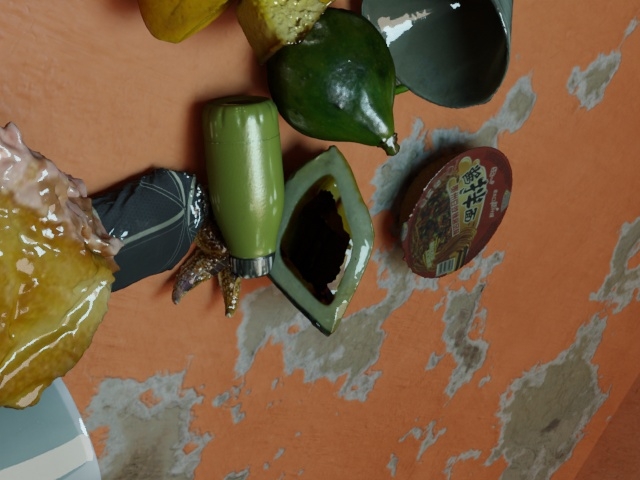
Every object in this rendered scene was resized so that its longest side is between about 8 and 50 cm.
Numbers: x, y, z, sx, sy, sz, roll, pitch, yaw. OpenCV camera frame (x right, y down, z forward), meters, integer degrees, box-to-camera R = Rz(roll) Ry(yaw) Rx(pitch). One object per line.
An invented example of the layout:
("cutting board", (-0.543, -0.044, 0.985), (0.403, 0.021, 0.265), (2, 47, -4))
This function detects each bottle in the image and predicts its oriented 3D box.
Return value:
("bottle", (-0.108, -0.076, 1.591), (0.112, 0.112, 0.260), (-17, 111, -36))

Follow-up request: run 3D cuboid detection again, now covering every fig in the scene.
("fig", (0.037, -0.225, 1.578), (0.195, 0.245, 0.195), (-34, 150, -22))

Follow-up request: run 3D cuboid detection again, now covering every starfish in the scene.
("starfish", (-0.155, 0.012, 1.704), (0.216, 0.071, 0.238), (-25, 122, -24))

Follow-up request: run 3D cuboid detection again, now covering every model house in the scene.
("model house", (0.009, -0.007, 1.763), (0.268, 0.173, 0.239), (-64, 174, 2))

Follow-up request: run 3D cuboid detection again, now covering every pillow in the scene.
("pillow", (-0.301, 0.001, 1.526), (0.335, 0.092, 0.161), (-20, 127, -35))

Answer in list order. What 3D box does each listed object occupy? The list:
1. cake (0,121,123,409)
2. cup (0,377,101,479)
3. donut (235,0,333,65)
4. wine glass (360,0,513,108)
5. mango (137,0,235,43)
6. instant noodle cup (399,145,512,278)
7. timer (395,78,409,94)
("cake", (-0.424, -0.010, 1.232), (0.293, 0.307, 0.314), (-51, 140, -9))
("cup", (-0.488, 0.250, 1.437), (0.274, 0.259, 0.356), (-25, 103, -29))
("donut", (-0.031, -0.318, 1.440), (0.101, 0.152, 0.259), (47, 55, -12))
("wine glass", (0.292, -0.405, 1.659), (0.406, 0.267, 0.267), (-38, 139, -30))
("mango", (-0.112, -0.400, 1.341), (0.350, 0.199, 0.201), (-53, 159, 10))
("instant noodle cup", (0.227, -0.066, 1.995), (0.274, 0.091, 0.274), (-25, 133, -29))
("timer", (0.116, -0.299, 1.748), (0.128, 0.047, 0.140), (-21, 131, -31))
